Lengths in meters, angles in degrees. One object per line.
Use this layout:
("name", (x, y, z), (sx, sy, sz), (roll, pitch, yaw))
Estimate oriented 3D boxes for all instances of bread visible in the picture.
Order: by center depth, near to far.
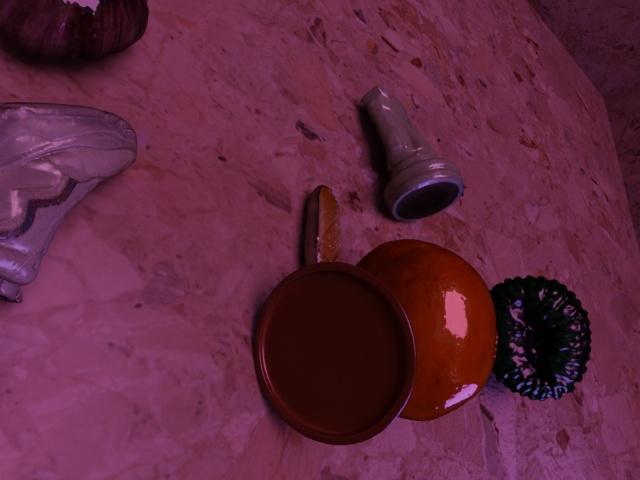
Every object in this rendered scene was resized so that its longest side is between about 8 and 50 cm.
("bread", (0.000, -0.001, 0.818), (0.073, 0.053, 0.215), (22, 57, -39))

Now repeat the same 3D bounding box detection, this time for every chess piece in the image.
("chess piece", (0.192, -0.206, 1.028), (0.175, 0.175, 0.298), (8, 56, -40))

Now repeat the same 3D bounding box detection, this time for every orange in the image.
("orange", (0.142, 0.140, 0.733), (0.225, 0.284, 0.284), (8, 67, -22))

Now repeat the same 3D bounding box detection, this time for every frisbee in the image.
("frisbee", (0.013, 0.155, 0.642), (0.021, 0.250, 0.251), (14, 62, -62))

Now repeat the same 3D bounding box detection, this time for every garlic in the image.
("garlic", (-0.330, -0.354, 0.587), (0.244, 0.160, 0.245), (16, 64, -36))

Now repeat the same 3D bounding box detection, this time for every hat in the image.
("hat", (0.510, 0.217, 1.109), (0.332, 0.242, 0.274), (5, 92, -65))

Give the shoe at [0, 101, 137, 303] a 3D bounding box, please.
("shoe", (-0.336, -0.039, 0.485), (0.342, 0.132, 0.211), (-30, 122, -64))
